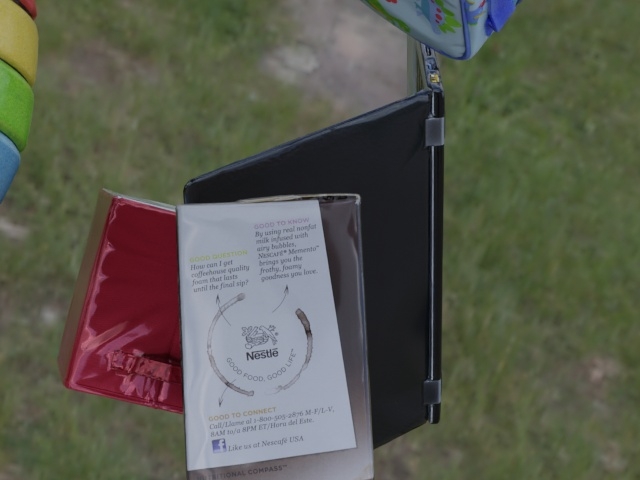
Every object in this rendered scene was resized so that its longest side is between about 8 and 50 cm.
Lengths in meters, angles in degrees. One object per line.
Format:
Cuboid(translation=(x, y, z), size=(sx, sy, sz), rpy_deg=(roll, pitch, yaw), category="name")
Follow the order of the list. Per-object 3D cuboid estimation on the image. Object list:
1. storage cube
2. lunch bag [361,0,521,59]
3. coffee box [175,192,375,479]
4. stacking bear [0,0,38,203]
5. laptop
Cuboid(translation=(-0.152, 0.064, 1.795), size=(0.183, 0.193, 0.215), rpy_deg=(14, 0, -11), category="storage cube")
Cuboid(translation=(0.059, -0.225, 1.204), size=(0.176, 0.219, 0.090), rpy_deg=(37, 77, 21), category="lunch bag")
Cuboid(translation=(-0.028, 0.131, 1.143), size=(0.119, 0.168, 0.297), rpy_deg=(-3, 81, -2), category="coffee box")
Cuboid(translation=(-0.224, -0.110, 0.963), size=(0.175, 0.164, 0.289), rpy_deg=(14, 78, 12), category="stacking bear")
Cuboid(translation=(0.000, 0.000, 1.737), size=(0.236, 0.382, 0.408), rpy_deg=(-2, 32, -1), category="laptop")
